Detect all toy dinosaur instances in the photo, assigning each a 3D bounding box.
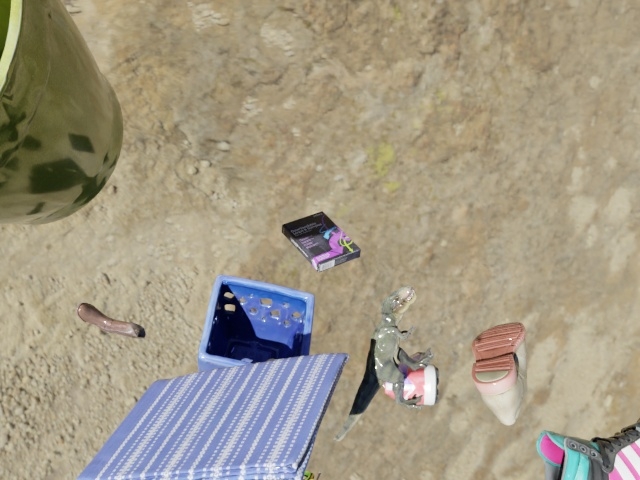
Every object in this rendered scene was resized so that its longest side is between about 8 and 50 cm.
[{"bbox_3d":[0.118,0.209,1.139,0.118,0.064,0.268,22,85,-14],"label":"toy dinosaur"}]

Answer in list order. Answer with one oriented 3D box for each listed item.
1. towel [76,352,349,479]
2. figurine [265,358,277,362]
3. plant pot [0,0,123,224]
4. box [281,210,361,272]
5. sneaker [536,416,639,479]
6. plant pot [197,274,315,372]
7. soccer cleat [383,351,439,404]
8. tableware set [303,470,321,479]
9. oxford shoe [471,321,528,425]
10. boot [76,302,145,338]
[{"bbox_3d":[-0.141,0.248,0.951,0.243,0.335,0.040,-59,132,-59],"label":"towel"},{"bbox_3d":[-0.075,0.335,1.133,0.092,0.210,0.215,-11,128,9],"label":"figurine"},{"bbox_3d":[-0.399,-0.161,0.770,0.367,0.366,0.353,-59,169,-3],"label":"plant pot"},{"bbox_3d":[0.000,0.000,1.613,0.116,0.162,0.029,-20,135,-28],"label":"box"},{"bbox_3d":[0.423,0.315,1.053,0.296,0.178,0.124,-55,164,-28],"label":"sneaker"},{"bbox_3d":[-0.153,0.246,1.595,0.235,0.236,0.212,13,138,-5],"label":"plant pot"},{"bbox_3d":[0.194,0.314,1.618,0.116,0.318,0.109,2,86,0],"label":"soccer cleat"},{"bbox_3d":[-0.075,0.580,1.645,0.154,0.104,0.024,-20,106,21],"label":"tableware set"},{"bbox_3d":[0.479,0.338,1.853,0.397,0.140,0.147,-41,113,-61],"label":"oxford shoe"},{"bbox_3d":[-0.410,0.160,1.384,0.106,0.114,0.037,47,59,-51],"label":"boot"}]
